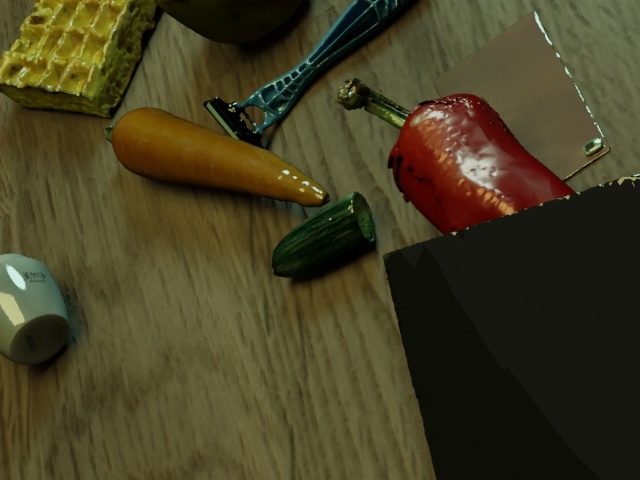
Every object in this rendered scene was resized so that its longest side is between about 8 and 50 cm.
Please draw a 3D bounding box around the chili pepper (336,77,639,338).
[{"bbox_3d":[0.152,-0.024,1.515,0.110,0.110,0.387,-47,51,4],"label":"chili pepper"}]

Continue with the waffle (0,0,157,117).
[{"bbox_3d":[-0.246,-0.237,2.004,0.160,0.055,0.211,9,69,40],"label":"waffle"}]

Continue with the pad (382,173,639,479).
[{"bbox_3d":[0.228,0.076,1.391,0.367,0.007,0.248,-19,75,28],"label":"pad"}]

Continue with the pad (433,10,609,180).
[{"bbox_3d":[0.169,-0.110,1.627,0.113,0.006,0.188,-35,46,16],"label":"pad"}]

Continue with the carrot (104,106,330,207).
[{"bbox_3d":[-0.102,-0.077,1.768,0.336,0.069,0.069,16,73,47],"label":"carrot"}]

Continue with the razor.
[{"bbox_3d":[0.008,-0.182,1.778,0.253,0.042,0.082,-43,87,7],"label":"razor"}]

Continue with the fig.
[{"bbox_3d":[-0.097,-0.262,1.835,0.154,0.165,0.144,-38,75,52],"label":"fig"}]

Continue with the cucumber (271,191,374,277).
[{"bbox_3d":[0.000,0.000,1.662,0.105,0.048,0.048,-29,48,23],"label":"cucumber"}]

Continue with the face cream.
[{"bbox_3d":[-0.290,0.066,1.816,0.091,0.091,0.095,-46,52,5],"label":"face cream"}]
